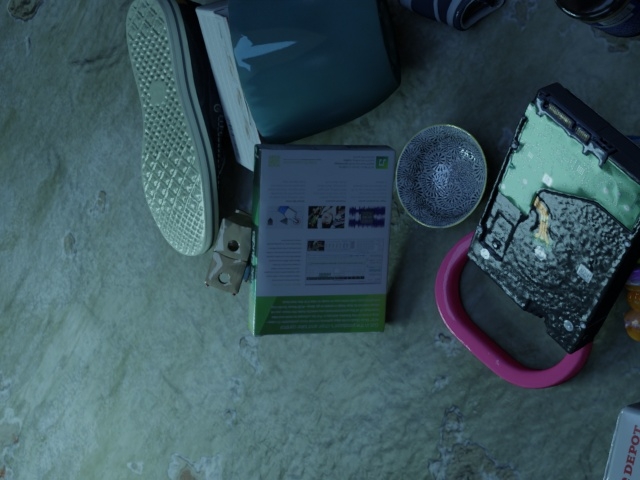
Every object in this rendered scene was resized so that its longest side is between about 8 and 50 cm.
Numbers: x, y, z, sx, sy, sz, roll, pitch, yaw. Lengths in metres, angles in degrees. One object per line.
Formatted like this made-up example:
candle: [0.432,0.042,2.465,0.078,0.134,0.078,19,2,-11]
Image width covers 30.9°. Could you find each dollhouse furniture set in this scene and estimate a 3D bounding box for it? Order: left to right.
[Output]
dollhouse furniture set: [-0.097,0.039,2.114,0.183,0.129,0.129,19,102,4]

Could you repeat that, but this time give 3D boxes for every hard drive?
hard drive: [0.350,-0.027,1.658,0.237,0.064,0.339,45,143,28]

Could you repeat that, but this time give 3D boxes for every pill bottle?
pill bottle: [0.429,-0.360,1.669,0.123,0.219,0.123,-1,88,35]

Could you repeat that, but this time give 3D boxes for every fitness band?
fitness band: [0.309,0.104,1.844,0.291,0.054,0.209,43,113,29]

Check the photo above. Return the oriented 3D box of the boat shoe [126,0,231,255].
boat shoe: [-0.247,-0.221,2.189,0.187,0.156,0.500,-1,100,40]

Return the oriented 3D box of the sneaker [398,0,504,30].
sneaker: [0.250,-0.477,1.874,0.153,0.099,0.282,37,110,29]

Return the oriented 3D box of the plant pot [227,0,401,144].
plant pot: [0.003,-0.324,1.939,0.235,0.293,0.293,-11,82,13]

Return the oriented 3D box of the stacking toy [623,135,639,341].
stacking toy: [0.469,0.004,1.693,0.165,0.175,0.302,14,113,49]

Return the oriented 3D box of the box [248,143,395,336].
box: [0.000,0.000,1.939,0.058,0.232,0.322,-137,48,-71]

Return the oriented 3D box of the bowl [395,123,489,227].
bowl: [0.215,-0.103,1.899,0.170,0.080,0.170,-2,87,35]

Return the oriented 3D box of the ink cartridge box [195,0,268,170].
ink cartridge box: [-0.126,-0.262,2.008,0.261,0.066,0.296,-143,36,-67]

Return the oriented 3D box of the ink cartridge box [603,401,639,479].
ink cartridge box: [0.548,0.359,1.630,0.273,0.114,0.197,16,99,34]
